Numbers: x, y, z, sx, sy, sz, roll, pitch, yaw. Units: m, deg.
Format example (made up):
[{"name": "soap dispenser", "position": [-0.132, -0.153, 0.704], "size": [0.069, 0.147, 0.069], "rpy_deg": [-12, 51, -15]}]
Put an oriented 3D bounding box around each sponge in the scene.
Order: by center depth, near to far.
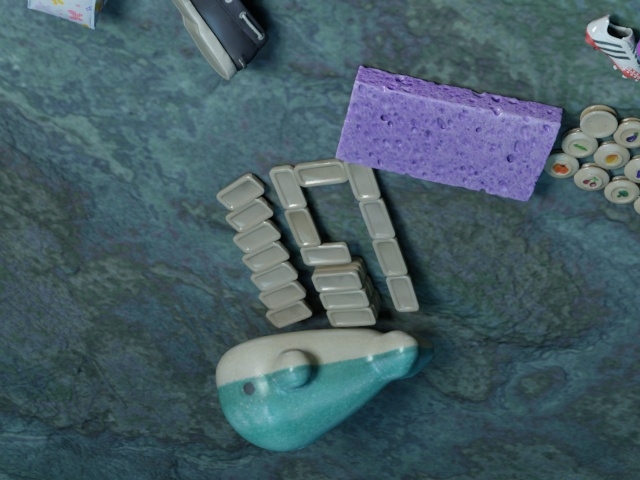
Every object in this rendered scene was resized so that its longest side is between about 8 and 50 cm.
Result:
[{"name": "sponge", "position": [0.127, -0.107, 1.236], "size": [0.210, 0.031, 0.117], "rpy_deg": [12, 141, 0]}]

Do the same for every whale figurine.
[{"name": "whale figurine", "position": [0.006, 0.181, 1.501], "size": [0.272, 0.141, 0.216], "rpy_deg": [-11, 169, 16]}]

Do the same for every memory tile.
[{"name": "memory tile", "position": [0.312, -0.078, 1.238], "size": [0.148, 0.012, 0.113], "rpy_deg": [22, 140, -11]}]

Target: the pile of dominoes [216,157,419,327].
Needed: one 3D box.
[{"name": "pile of dominoes", "position": [0.000, 0.000, 1.413], "size": [0.196, 0.040, 0.251], "rpy_deg": [-5, 130, 20]}]

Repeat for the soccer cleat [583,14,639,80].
[{"name": "soccer cleat", "position": [0.280, -0.176, 1.116], "size": [0.083, 0.029, 0.035], "rpy_deg": [34, 141, -18]}]

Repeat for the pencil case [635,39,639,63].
[{"name": "pencil case", "position": [0.348, -0.134, 1.121], "size": [0.070, 0.064, 0.152], "rpy_deg": [-2, 142, 41]}]

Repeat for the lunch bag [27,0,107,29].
[{"name": "lunch bag", "position": [-0.234, -0.248, 1.140], "size": [0.071, 0.053, 0.083], "rpy_deg": [16, 151, -2]}]

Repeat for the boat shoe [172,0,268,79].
[{"name": "boat shoe", "position": [-0.112, -0.246, 1.123], "size": [0.065, 0.075, 0.206], "rpy_deg": [-36, 128, -10]}]
